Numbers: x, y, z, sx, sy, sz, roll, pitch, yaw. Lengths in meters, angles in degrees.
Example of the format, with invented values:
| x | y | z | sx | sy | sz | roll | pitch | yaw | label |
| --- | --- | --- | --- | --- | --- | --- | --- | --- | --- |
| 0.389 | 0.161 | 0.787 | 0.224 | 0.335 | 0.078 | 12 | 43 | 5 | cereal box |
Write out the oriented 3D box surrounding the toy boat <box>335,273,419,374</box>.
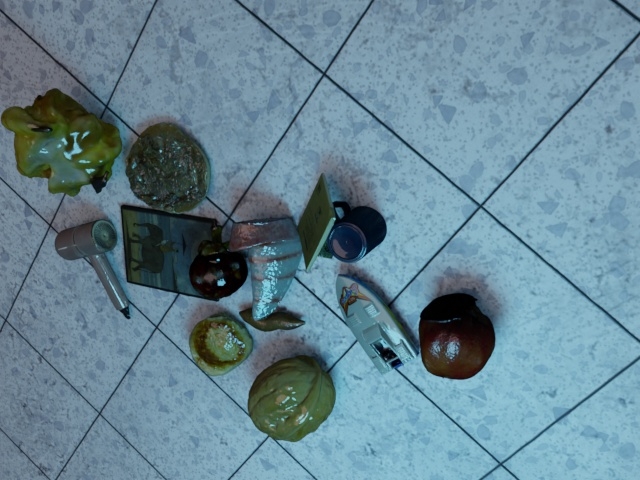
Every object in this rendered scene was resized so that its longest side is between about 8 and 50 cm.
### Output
| x | y | z | sx | sy | sz | roll | pitch | yaw | label |
| --- | --- | --- | --- | --- | --- | --- | --- | --- | --- |
| 0.130 | 0.211 | 1.651 | 0.129 | 0.088 | 0.295 | -34 | 91 | 30 | toy boat |

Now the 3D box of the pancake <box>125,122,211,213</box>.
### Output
| x | y | z | sx | sy | sz | roll | pitch | yaw | label |
| --- | --- | --- | --- | --- | --- | --- | --- | --- | --- |
| -0.438 | -0.199 | 1.799 | 0.282 | 0.049 | 0.282 | 8 | 110 | 21 | pancake |

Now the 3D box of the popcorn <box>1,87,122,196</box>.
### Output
| x | y | z | sx | sy | sz | roll | pitch | yaw | label |
| --- | --- | --- | --- | --- | --- | --- | --- | --- | --- |
| -0.727 | -0.282 | 1.801 | 0.297 | 0.281 | 0.315 | -13 | 129 | -12 | popcorn |

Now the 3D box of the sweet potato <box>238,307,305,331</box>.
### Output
| x | y | z | sx | sy | sz | roll | pitch | yaw | label |
| --- | --- | --- | --- | --- | --- | --- | --- | --- | --- |
| -0.141 | 0.233 | 1.805 | 0.218 | 0.051 | 0.065 | 6 | 107 | 23 | sweet potato |

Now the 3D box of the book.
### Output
| x | y | z | sx | sy | sz | roll | pitch | yaw | label |
| --- | --- | --- | --- | --- | --- | --- | --- | --- | --- |
| -0.014 | -0.046 | 1.583 | 0.013 | 0.168 | 0.192 | 9 | 132 | -21 | book |

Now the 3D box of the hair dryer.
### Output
| x | y | z | sx | sy | sz | roll | pitch | yaw | label |
| --- | --- | --- | --- | --- | --- | --- | --- | --- | --- |
| -0.700 | 0.109 | 2.004 | 0.189 | 0.107 | 0.344 | -13 | 107 | 28 | hair dryer |

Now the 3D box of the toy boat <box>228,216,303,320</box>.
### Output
| x | y | z | sx | sy | sz | roll | pitch | yaw | label |
| --- | --- | --- | --- | --- | --- | --- | --- | --- | --- |
| -0.142 | 0.079 | 1.701 | 0.206 | 0.096 | 0.282 | -5 | 99 | -12 | toy boat |

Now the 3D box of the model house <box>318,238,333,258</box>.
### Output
| x | y | z | sx | sy | sz | roll | pitch | yaw | label |
| --- | --- | --- | --- | --- | --- | --- | --- | --- | --- |
| 0.000 | 0.000 | 1.665 | 0.079 | 0.066 | 0.083 | 18 | 96 | 30 | model house |

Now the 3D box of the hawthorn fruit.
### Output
| x | y | z | sx | sy | sz | roll | pitch | yaw | label |
| --- | --- | --- | --- | --- | --- | --- | --- | --- | --- |
| 0.318 | 0.255 | 1.532 | 0.189 | 0.189 | 0.251 | 21 | 122 | 17 | hawthorn fruit |

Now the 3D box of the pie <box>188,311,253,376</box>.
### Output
| x | y | z | sx | sy | sz | roll | pitch | yaw | label |
| --- | --- | --- | --- | --- | --- | --- | --- | --- | --- |
| -0.306 | 0.313 | 1.890 | 0.205 | 0.084 | 0.179 | -39 | 88 | 27 | pie |

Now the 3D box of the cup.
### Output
| x | y | z | sx | sy | sz | roll | pitch | yaw | label |
| --- | --- | --- | --- | --- | --- | --- | --- | --- | --- |
| 0.075 | -0.022 | 1.569 | 0.150 | 0.138 | 0.113 | 30 | 117 | 13 | cup |

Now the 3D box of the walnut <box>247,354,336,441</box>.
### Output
| x | y | z | sx | sy | sz | roll | pitch | yaw | label |
| --- | --- | --- | --- | --- | --- | --- | --- | --- | --- |
| -0.077 | 0.436 | 1.756 | 0.224 | 0.257 | 0.257 | 31 | 123 | -24 | walnut |

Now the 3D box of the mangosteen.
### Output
| x | y | z | sx | sy | sz | roll | pitch | yaw | label |
| --- | --- | --- | --- | --- | --- | --- | --- | --- | --- |
| -0.289 | 0.074 | 1.750 | 0.172 | 0.172 | 0.184 | 6 | 131 | 23 | mangosteen |

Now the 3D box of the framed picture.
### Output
| x | y | z | sx | sy | sz | roll | pitch | yaw | label |
| --- | --- | --- | --- | --- | --- | --- | --- | --- | --- |
| -0.459 | 0.036 | 1.908 | 0.347 | 0.016 | 0.265 | 10 | 110 | 21 | framed picture |
